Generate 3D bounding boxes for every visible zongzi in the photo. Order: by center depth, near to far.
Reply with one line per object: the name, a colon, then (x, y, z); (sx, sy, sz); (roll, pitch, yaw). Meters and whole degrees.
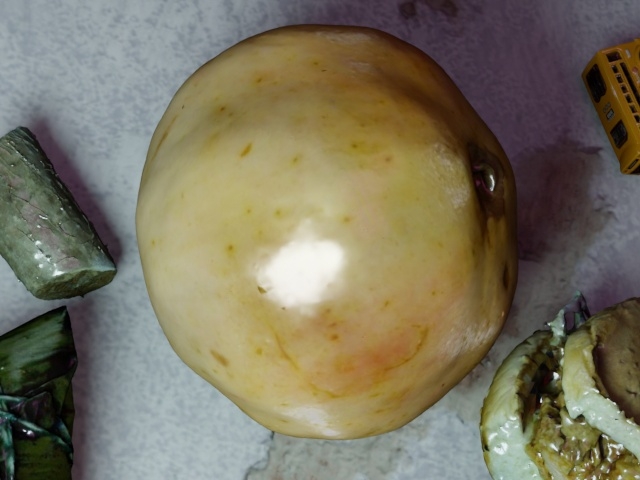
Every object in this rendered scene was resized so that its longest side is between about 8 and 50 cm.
zongzi: (-0.364, 0.239, 1.083); (0.383, 0.362, 0.319); (-8, 89, -21)

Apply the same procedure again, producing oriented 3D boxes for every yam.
yam: (-0.295, -0.019, 1.347); (0.107, 0.107, 0.183); (-33, 81, -25)

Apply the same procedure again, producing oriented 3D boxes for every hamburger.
hamburger: (0.339, 0.203, 1.351); (0.318, 0.195, 0.277); (47, 41, -5)

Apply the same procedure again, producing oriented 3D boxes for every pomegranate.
pomegranate: (0.000, 0.000, 1.285); (0.411, 0.411, 0.412); (6, 67, -13)

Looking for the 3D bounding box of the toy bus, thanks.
toy bus: (0.398, -0.147, 1.602); (0.088, 0.083, 0.195); (-14, 70, -17)
